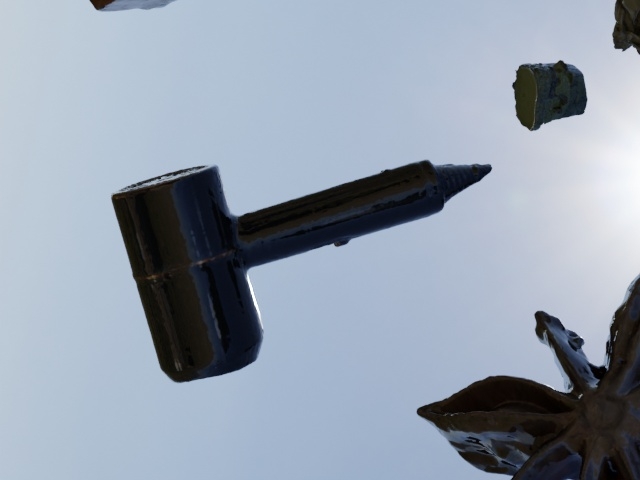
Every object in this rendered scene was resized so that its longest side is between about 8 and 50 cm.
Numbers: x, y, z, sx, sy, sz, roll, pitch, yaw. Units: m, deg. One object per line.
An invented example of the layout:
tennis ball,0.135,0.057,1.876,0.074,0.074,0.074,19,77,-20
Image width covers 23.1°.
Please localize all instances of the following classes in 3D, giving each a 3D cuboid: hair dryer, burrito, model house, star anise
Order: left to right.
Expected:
hair dryer,0.000,0.000,1.449,0.107,0.352,0.189,-149,-136,-79
model house,0.272,-0.173,1.815,0.066,0.083,0.079,-127,-149,-56
star anise,0.218,0.117,1.102,0.257,0.110,0.198,-36,-129,3
burrito,0.253,-0.212,1.198,0.055,0.041,0.149,-125,-147,-57

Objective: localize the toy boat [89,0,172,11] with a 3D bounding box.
toy boat,-0.151,-0.353,1.243,0.145,0.133,0.332,-1,-73,66
